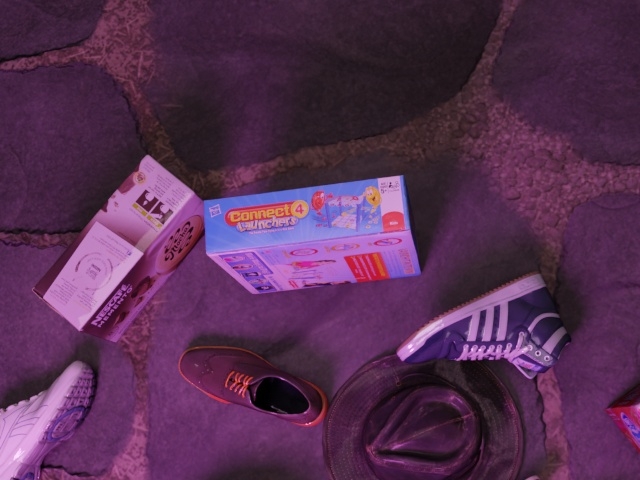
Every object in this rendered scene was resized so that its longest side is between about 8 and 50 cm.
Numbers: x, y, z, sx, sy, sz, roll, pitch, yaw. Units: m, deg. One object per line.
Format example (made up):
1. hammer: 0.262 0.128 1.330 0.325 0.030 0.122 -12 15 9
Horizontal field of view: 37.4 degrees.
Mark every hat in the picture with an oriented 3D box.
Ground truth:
1. hat: 0.159 0.316 1.502 0.331 0.134 0.331 -2 78 8

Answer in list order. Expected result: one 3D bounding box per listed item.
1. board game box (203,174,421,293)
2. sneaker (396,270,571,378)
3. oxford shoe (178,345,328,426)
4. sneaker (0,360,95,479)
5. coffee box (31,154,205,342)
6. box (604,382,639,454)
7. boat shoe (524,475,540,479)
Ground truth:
1. board game box: 0.000 0.000 1.508 0.302 0.308 0.086 -7 75 7
2. sneaker: 0.271 0.169 1.510 0.282 0.099 0.153 -24 76 -17
3. oxford shoe: -0.121 0.233 1.579 0.271 0.098 0.097 15 81 15
4. sneaker: -0.506 0.321 1.621 0.129 0.111 0.297 36 84 20
5. coffee box: -0.329 0.019 1.627 0.119 0.168 0.297 38 85 15
6. box: 0.525 0.259 1.393 0.128 0.257 0.122 -36 77 0
7. boat shoe: 0.289 0.460 1.472 0.206 0.075 0.065 -51 54 3
